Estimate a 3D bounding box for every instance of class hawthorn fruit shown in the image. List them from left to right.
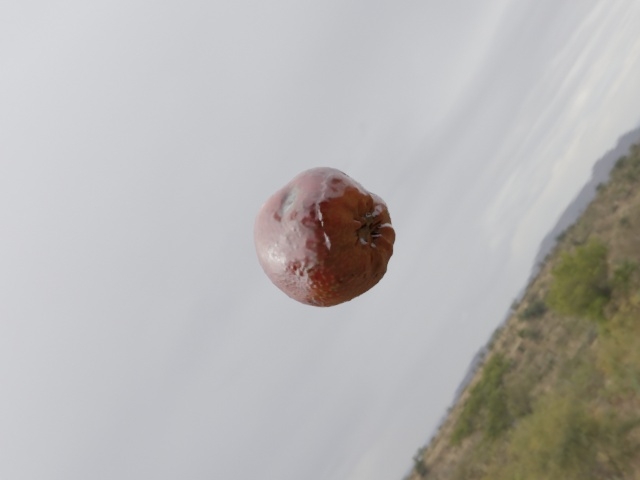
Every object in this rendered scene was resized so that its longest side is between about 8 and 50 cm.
[{"bbox_3d":[0.000,0.000,0.557,0.093,0.093,0.093,-52,-14,-19],"label":"hawthorn fruit"}]
